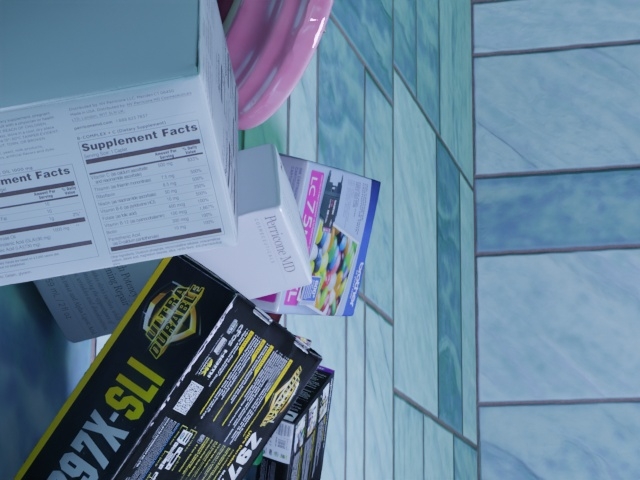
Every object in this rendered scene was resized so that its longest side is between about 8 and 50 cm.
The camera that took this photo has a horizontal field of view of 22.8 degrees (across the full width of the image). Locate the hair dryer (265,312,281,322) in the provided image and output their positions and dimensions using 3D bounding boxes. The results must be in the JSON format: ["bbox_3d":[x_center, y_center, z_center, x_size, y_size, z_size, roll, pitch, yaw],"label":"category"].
[{"bbox_3d":[-0.065,0.052,2.034,0.293,0.080,0.223,13,90,-69],"label":"hair dryer"}]

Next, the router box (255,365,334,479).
[{"bbox_3d":[-0.034,0.259,1.972,0.133,0.046,0.178,-47,150,-55],"label":"router box"}]

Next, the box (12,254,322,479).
[{"bbox_3d":[-0.145,0.186,1.334,0.322,0.079,0.257,-56,160,-4],"label":"box"}]

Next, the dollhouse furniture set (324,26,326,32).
[{"bbox_3d":[-0.074,-0.341,1.918,0.183,0.129,0.128,55,35,-65],"label":"dollhouse furniture set"}]

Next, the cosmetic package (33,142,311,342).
[{"bbox_3d":[-0.134,0.004,1.410,0.117,0.231,0.085,69,10,-48],"label":"cosmetic package"}]

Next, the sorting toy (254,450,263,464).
[{"bbox_3d":[-0.121,0.152,1.795,0.132,0.046,0.274,-58,143,-65],"label":"sorting toy"}]

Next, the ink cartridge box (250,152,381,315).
[{"bbox_3d":[0.000,0.000,1.977,0.311,0.065,0.185,9,93,-71],"label":"ink cartridge box"}]

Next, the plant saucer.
[{"bbox_3d":[-0.081,-0.287,1.694,0.332,0.084,0.332,-38,-135,52],"label":"plant saucer"}]

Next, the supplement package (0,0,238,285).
[{"bbox_3d":[-0.176,-0.103,1.242,0.262,0.204,0.145,-95,175,-61],"label":"supplement package"}]

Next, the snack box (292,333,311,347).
[{"bbox_3d":[-0.058,0.183,1.974,0.100,0.037,0.141,27,78,-71],"label":"snack box"}]
